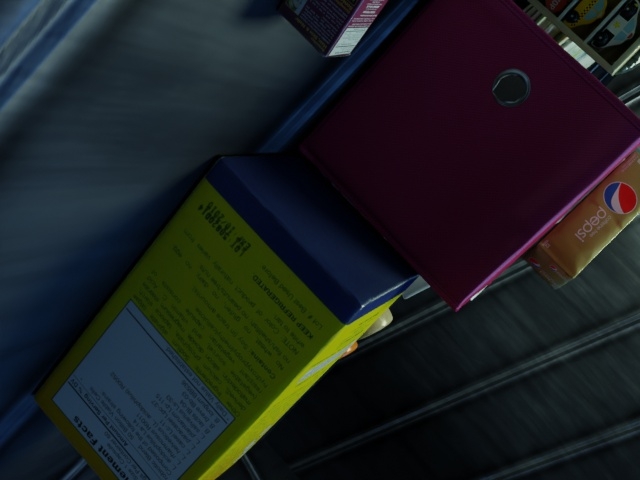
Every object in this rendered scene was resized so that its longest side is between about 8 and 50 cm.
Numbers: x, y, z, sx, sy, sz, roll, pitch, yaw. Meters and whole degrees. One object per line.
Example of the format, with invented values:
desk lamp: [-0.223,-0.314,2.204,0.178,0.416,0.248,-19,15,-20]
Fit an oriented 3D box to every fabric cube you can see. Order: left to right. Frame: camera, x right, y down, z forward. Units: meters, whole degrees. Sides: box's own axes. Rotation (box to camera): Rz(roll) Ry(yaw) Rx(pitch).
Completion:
fabric cube: [0.180,-0.110,0.853,0.258,0.254,0.259,-46,169,17]

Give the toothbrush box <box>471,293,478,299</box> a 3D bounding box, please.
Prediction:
toothbrush box: [0.310,-0.058,1.479,0.295,0.216,0.126,-39,-166,-15]

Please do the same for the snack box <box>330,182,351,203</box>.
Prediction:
snack box: [0.000,0.000,1.071,0.174,0.070,0.207,-37,165,-22]

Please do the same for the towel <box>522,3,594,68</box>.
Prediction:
towel: [0.387,-0.322,1.149,0.320,0.090,0.374,-38,171,21]

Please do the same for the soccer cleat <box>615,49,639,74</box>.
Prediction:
soccer cleat: [0.496,-0.323,1.109,0.179,0.060,0.072,-42,161,1]

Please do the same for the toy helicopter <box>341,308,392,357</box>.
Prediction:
toy helicopter: [-0.001,0.162,1.296,0.235,0.140,0.355,-25,179,-29]

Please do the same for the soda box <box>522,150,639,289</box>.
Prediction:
soda box: [0.333,-0.024,0.902,0.181,0.058,0.061,-42,170,-13]

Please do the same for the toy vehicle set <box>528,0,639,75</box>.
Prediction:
toy vehicle set: [0.398,-0.361,0.916,0.267,0.166,0.035,-49,167,21]

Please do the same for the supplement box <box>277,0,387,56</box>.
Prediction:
supplement box: [0.017,-0.183,0.539,0.083,0.055,0.043,-50,167,31]

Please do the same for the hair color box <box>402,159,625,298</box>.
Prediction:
hair color box: [0.257,-0.078,1.133,0.374,0.185,0.113,-29,174,18]

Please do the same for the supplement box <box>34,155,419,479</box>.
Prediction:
supplement box: [-0.099,0.102,0.796,0.356,0.194,0.195,-48,167,21]
